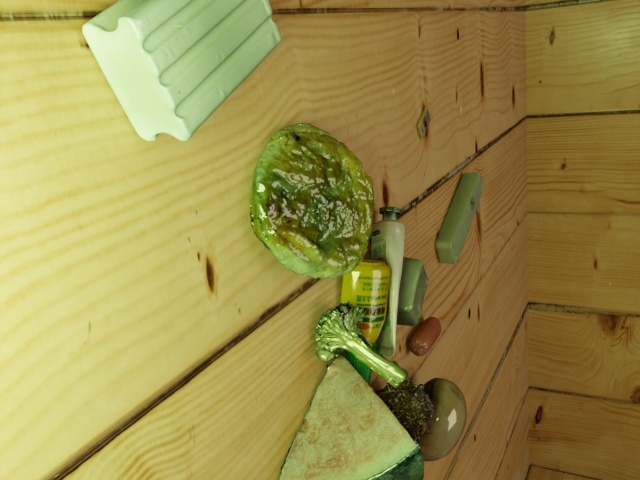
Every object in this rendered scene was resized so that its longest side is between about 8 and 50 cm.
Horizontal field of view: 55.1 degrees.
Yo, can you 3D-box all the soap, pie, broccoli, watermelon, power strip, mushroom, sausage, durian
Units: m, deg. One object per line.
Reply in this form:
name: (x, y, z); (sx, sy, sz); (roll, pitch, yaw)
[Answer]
soap: (-0.164, -0.267, 0.798); (0.265, 0.088, 0.159); (-60, 142, -39)
pie: (-0.005, -0.069, 1.062); (0.277, 0.078, 0.277); (5, 83, -41)
broccoli: (0.080, 0.211, 1.189); (0.118, 0.204, 0.122); (-57, 154, 12)
watermelon: (0.096, 0.386, 1.183); (0.283, 0.250, 0.292); (37, 64, -63)
power strip: (0.451, -0.086, 1.965); (0.385, 0.062, 0.091); (-61, 142, -38)
mushroom: (0.291, 0.470, 1.640); (0.226, 0.178, 0.226); (-58, 172, -13)
sausage: (0.293, 0.268, 1.714); (0.154, 0.062, 0.062); (-36, 124, -55)
durian: (0.193, 0.404, 1.429); (0.196, 0.167, 0.196); (-63, 178, -3)

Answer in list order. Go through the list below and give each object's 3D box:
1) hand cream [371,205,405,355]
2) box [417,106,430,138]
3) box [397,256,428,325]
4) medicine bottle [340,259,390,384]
hand cream: (0.144, 0.090, 1.389); (0.076, 0.121, 0.336); (12, 77, -27)
box: (0.285, -0.323, 1.688); (0.083, 0.012, 0.046); (-65, 146, -37)
box: (0.200, 0.124, 1.489); (0.124, 0.093, 0.172); (58, 44, -54)
medicine bottle: (0.088, 0.194, 1.314); (0.111, 0.076, 0.309); (3, 96, -25)
